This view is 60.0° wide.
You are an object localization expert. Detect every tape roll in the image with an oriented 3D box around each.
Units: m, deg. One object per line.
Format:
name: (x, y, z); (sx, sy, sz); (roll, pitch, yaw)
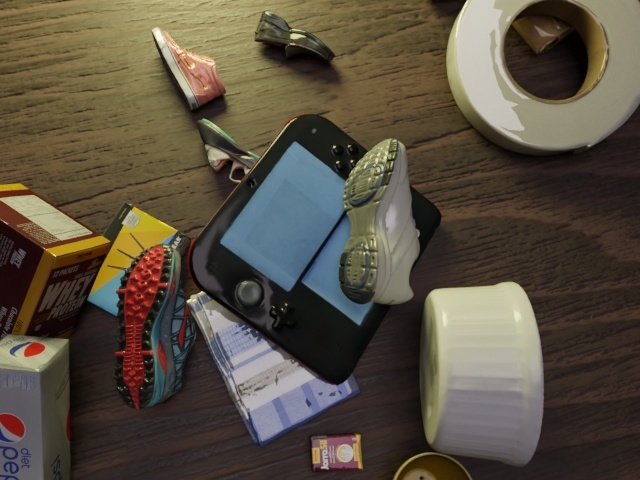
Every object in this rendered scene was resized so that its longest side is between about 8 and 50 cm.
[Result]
tape roll: (0.446, -0.360, 1.088); (0.392, 0.072, 0.392); (0, 88, -1)

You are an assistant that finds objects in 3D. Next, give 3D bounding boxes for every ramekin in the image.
ramekin: (0.235, 0.201, 0.865); (0.135, 0.277, 0.277); (2, 74, 3)

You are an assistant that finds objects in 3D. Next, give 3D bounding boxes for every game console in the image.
game console: (0.000, 0.000, 0.967); (0.342, 0.060, 0.386); (36, 71, -4)

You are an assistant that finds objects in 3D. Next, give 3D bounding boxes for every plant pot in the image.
plant pot: (0.169, 0.406, 0.888); (0.134, 0.095, 0.134); (1, 74, -5)

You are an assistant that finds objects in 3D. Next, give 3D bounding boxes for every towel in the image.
towel: (-0.081, 0.181, 0.962); (0.209, 0.034, 0.285); (-25, 80, -13)

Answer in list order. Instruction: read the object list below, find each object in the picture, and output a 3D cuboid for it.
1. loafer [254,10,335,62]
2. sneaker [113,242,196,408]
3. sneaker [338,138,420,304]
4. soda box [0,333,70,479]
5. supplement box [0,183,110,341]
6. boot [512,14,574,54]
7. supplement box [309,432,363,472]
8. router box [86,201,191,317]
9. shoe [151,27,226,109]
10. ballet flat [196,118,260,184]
loafer: (-0.053, -0.395, 1.117); (0.170, 0.062, 0.061); (28, 96, 7)
sneaker: (-0.265, 0.137, 0.919); (0.104, 0.125, 0.261); (3, 82, 25)
sneaker: (0.111, -0.029, 0.950); (0.129, 0.111, 0.297); (19, 74, -37)
soda box: (-0.425, 0.285, 0.803); (0.091, 0.098, 0.286); (6, 106, -3)
supplement box: (-0.476, 0.043, 0.871); (0.194, 0.129, 0.191); (31, 105, 8)
boot: (0.381, -0.499, 1.162); (0.236, 0.089, 0.269); (-37, 83, -9)
supplement box: (0.025, 0.350, 0.918); (0.083, 0.043, 0.055); (-3, 76, -5)
router box: (-0.331, 0.042, 0.972); (0.133, 0.046, 0.179); (28, 75, 3)
shoe: (-0.256, -0.345, 1.080); (0.081, 0.063, 0.178); (-28, 84, -13)
ballet flat: (-0.160, -0.148, 1.029); (0.203, 0.074, 0.074); (34, 75, 3)
